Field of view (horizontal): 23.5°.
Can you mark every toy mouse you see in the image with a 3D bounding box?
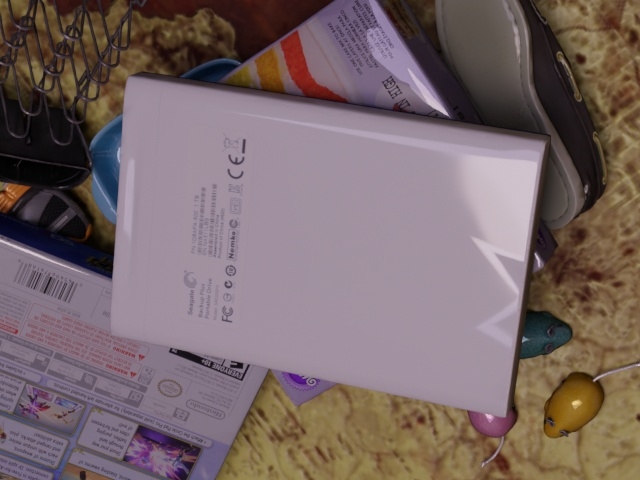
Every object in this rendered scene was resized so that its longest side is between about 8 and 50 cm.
[{"bbox_3d":[0.159,0.112,1.261,0.143,0.031,0.161,42,108,2],"label":"toy mouse"}]

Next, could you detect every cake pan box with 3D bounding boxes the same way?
[{"bbox_3d":[0.017,-0.031,1.199,0.246,0.070,0.267,-30,93,25],"label":"cake pan box"}]

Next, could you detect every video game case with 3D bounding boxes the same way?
[{"bbox_3d":[-0.205,0.133,1.297,0.270,0.061,0.244,23,106,-12],"label":"video game case"}]

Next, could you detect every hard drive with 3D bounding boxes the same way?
[{"bbox_3d":[0.000,0.000,1.154,0.319,0.040,0.210,10,107,15],"label":"hard drive"}]

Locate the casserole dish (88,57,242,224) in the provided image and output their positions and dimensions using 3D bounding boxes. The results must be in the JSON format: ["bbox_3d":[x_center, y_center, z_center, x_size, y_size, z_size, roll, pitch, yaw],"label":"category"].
[{"bbox_3d":[-0.106,-0.075,1.281,0.188,0.037,0.114,-30,94,18],"label":"casserole dish"}]

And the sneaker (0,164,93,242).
[{"bbox_3d":[-0.277,0.040,1.324,0.083,0.084,0.215,34,106,-1],"label":"sneaker"}]

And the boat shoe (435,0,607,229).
[{"bbox_3d":[0.157,-0.123,1.195,0.081,0.069,0.227,-15,98,45],"label":"boat shoe"}]

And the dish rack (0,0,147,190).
[{"bbox_3d":[-0.243,-0.152,1.174,0.208,0.074,0.271,9,144,-26],"label":"dish rack"}]
